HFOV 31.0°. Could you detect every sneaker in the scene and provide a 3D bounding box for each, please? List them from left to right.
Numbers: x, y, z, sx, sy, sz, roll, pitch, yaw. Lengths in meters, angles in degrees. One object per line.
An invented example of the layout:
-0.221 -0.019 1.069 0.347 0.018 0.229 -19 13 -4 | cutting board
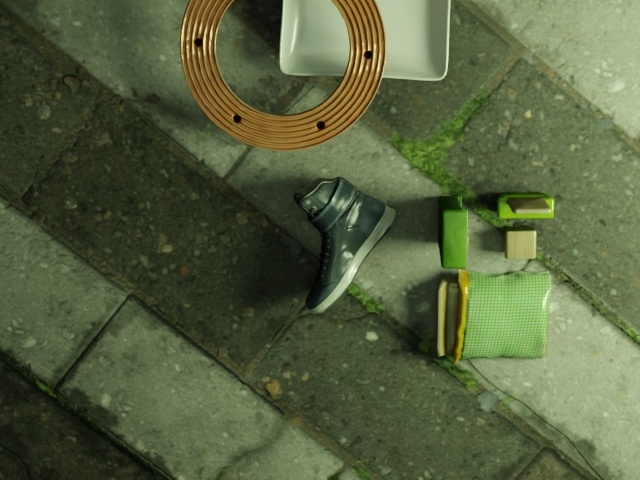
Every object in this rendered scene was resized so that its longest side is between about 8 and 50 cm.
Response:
0.000 -0.001 1.954 0.163 0.086 0.226 33 93 -17 | sneaker

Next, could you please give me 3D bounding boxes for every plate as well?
0.075 -0.406 1.883 0.278 0.045 0.277 3 103 2 | plate

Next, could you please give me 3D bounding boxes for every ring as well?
-0.061 -0.313 1.874 0.336 0.032 0.336 1 105 4 | ring

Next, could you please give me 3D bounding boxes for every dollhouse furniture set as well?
0.297 0.080 1.936 0.197 0.151 0.301 -1 104 2 | dollhouse furniture set
